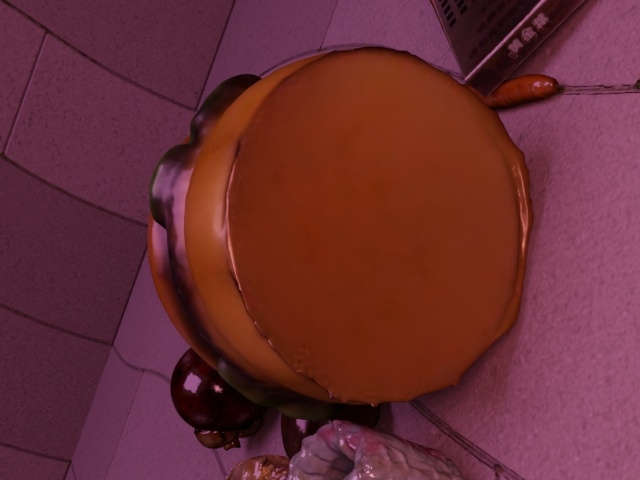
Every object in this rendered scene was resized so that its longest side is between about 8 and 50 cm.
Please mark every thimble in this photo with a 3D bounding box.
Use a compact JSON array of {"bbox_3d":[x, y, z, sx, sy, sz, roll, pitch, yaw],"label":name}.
[{"bbox_3d":[0.052,0.291,0.868,0.211,0.149,0.185,-54,25,33],"label":"thimble"}]

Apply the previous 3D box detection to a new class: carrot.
[{"bbox_3d":[0.209,-0.180,1.033,0.248,0.043,0.043,6,78,65],"label":"carrot"}]

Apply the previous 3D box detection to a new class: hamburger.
[{"bbox_3d":[0.000,0.000,0.910,0.277,0.396,0.395,-14,59,62],"label":"hamburger"}]

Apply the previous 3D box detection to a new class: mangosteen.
[{"bbox_3d":[-0.158,0.254,1.376,0.200,0.200,0.199,-48,31,43],"label":"mangosteen"}]

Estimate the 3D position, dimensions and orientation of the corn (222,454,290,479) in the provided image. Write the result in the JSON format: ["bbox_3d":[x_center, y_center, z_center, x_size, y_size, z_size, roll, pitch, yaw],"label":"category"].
[{"bbox_3d":[-0.104,0.425,1.146,0.305,0.122,0.123,-64,24,12],"label":"corn"}]

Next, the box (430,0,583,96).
[{"bbox_3d":[0.225,-0.335,1.066,0.180,0.047,0.324,-46,30,28],"label":"box"}]

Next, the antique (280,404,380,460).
[{"bbox_3d":[-0.003,0.193,1.121,0.256,0.121,0.143,-107,33,-45],"label":"antique"}]
